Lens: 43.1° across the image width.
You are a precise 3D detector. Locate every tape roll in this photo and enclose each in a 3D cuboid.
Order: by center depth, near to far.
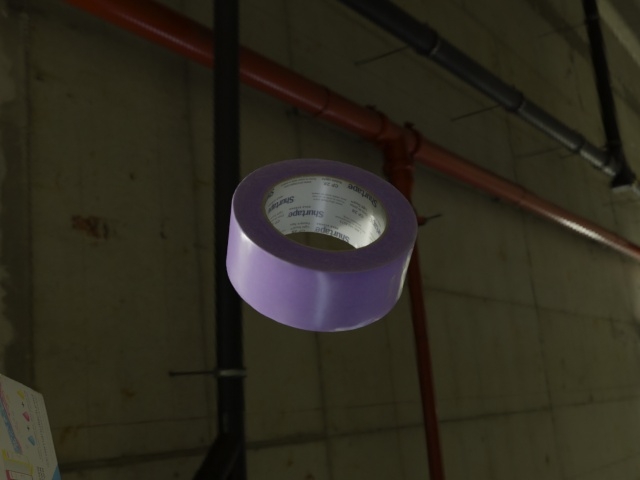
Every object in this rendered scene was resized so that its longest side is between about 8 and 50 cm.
[{"bbox_3d":[0.000,0.000,0.833,0.189,0.189,0.080,-56,-19,-49],"label":"tape roll"}]

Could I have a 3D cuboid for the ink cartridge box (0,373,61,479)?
[{"bbox_3d":[-0.189,0.116,0.384,0.143,0.090,0.092,89,162,-70],"label":"ink cartridge box"}]
